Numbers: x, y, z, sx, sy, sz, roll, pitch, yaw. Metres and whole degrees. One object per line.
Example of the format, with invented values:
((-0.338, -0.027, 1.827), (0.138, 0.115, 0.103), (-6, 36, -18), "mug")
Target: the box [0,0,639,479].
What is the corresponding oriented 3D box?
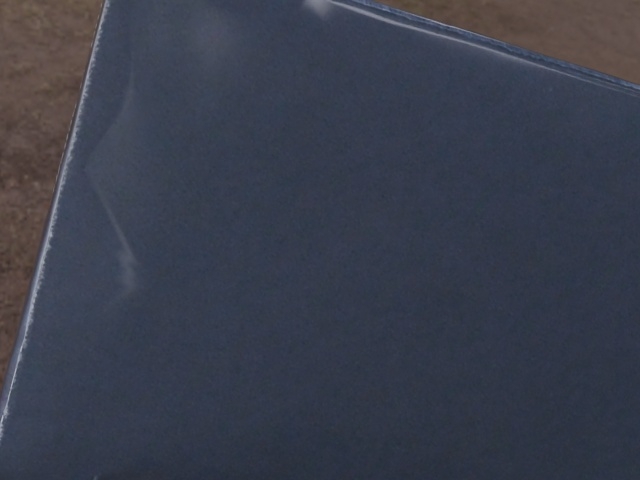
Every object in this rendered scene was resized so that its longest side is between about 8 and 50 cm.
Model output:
((0.000, 0.000, 0.540), (0.293, 0.212, 0.395), (14, 4, -14), "box")
